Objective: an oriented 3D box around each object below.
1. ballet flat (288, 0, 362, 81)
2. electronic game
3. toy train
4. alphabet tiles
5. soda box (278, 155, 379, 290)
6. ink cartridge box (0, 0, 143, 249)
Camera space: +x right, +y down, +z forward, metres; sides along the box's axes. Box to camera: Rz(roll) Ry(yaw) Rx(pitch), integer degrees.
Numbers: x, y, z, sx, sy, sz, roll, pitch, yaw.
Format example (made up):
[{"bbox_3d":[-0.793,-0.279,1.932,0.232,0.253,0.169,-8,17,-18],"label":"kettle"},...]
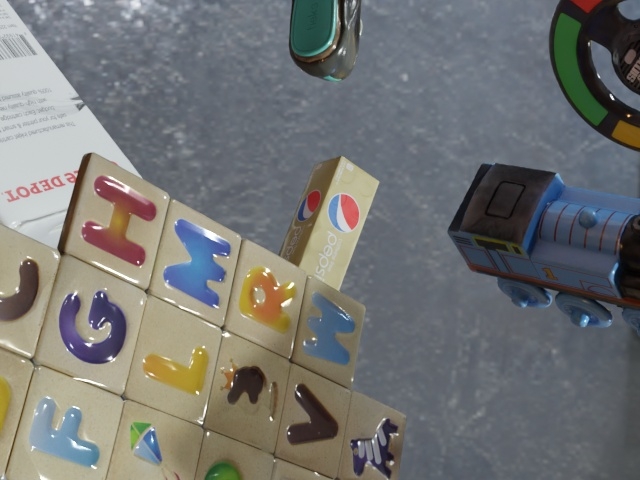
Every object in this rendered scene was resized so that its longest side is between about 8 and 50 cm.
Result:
[{"bbox_3d":[0.014,-0.307,1.361,0.096,0.095,0.280,35,58,-56],"label":"ballet flat"},{"bbox_3d":[0.342,-0.186,1.214,0.048,0.229,0.229,-47,126,-39],"label":"electronic game"},{"bbox_3d":[0.180,0.008,0.803,0.080,0.184,0.105,-61,140,-18],"label":"toy train"},{"bbox_3d":[-0.070,0.128,0.633,0.342,0.011,0.285,31,62,-41],"label":"alphabet tiles"},{"bbox_3d":[0.000,0.000,1.327,0.061,0.058,0.181,33,65,-27],"label":"soda box"},{"bbox_3d":[-0.353,-0.111,1.212,0.289,0.121,0.211,52,33,9],"label":"ink cartridge box"}]
